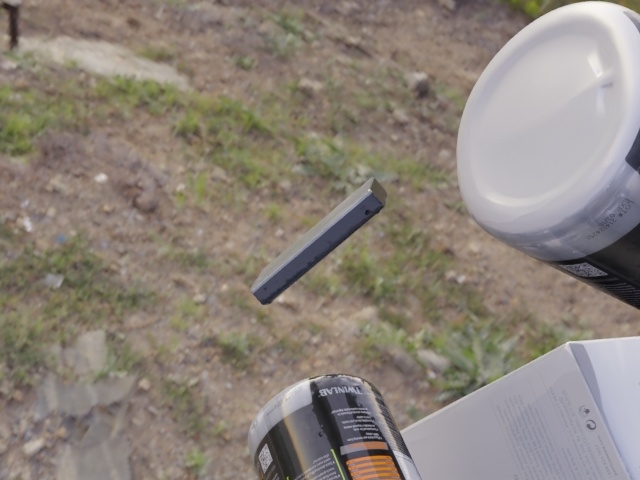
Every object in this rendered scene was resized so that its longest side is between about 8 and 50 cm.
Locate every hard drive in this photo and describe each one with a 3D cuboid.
[{"bbox_3d":[0.000,0.000,1.044,0.022,0.135,0.094,49,10,-5],"label":"hard drive"}]

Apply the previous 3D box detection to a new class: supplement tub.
[{"bbox_3d":[0.276,-0.040,0.945,0.316,0.193,0.194,24,40,-35],"label":"supplement tub"},{"bbox_3d":[0.024,0.203,0.884,0.117,0.117,0.190,8,38,-29],"label":"supplement tub"}]

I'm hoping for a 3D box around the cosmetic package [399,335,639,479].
[{"bbox_3d":[0.229,0.195,1.128,0.224,0.224,0.138,3,59,-49],"label":"cosmetic package"}]
